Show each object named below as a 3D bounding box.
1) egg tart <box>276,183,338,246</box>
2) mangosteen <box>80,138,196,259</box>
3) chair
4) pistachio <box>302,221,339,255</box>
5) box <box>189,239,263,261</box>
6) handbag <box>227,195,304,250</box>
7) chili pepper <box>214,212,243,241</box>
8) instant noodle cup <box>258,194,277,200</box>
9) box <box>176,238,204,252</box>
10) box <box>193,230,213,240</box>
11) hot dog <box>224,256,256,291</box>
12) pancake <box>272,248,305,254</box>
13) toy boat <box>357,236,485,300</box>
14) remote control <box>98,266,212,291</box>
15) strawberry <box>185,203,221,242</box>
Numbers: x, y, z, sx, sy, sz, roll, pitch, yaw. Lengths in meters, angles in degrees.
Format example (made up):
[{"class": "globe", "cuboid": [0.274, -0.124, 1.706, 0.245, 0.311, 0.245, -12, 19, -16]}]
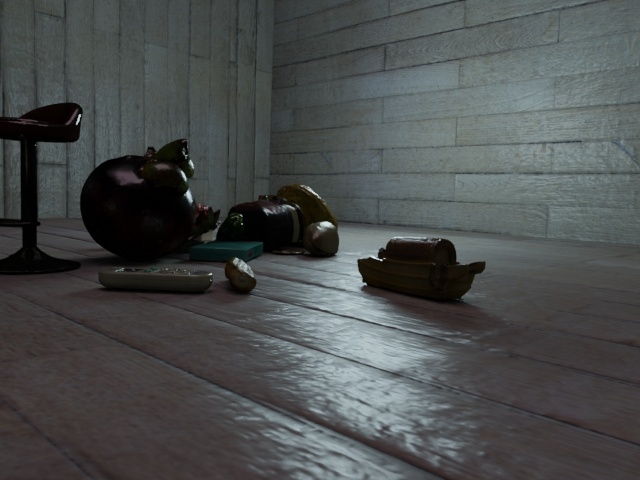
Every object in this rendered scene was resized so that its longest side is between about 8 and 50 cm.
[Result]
[{"class": "egg tart", "cuboid": [-0.070, -0.073, 2.070, 0.294, 0.294, 0.123, 7, 42, 47]}, {"class": "mangosteen", "cuboid": [-0.478, -0.120, 1.520, 0.305, 0.360, 0.306, 18, 24, -8]}, {"class": "chair", "cuboid": [-0.675, -0.134, 1.311, 0.226, 0.402, 0.226, 3, 4, 0]}, {"class": "pistachio", "cuboid": [0.000, 0.000, 1.797, 0.108, 0.126, 0.185, -42, -8, 20]}, {"class": "box", "cuboid": [-0.268, 0.030, 1.649, 0.161, 0.042, 0.229, 2, 5, 5]}, {"class": "handbag", "cuboid": [-0.184, -0.059, 1.939, 0.181, 0.182, 0.254, -12, 11, -41]}, {"class": "chili pepper", "cuboid": [-0.298, -0.009, 1.803, 0.073, 0.072, 0.204, -39, -8, -39]}, {"class": "instant noodle cup", "cuboid": [-0.194, -0.110, 2.532, 0.230, 0.183, 0.230, 1, 4, 0]}, {"class": "box", "cuboid": [-0.419, 0.017, 1.784, 0.079, 0.035, 0.083, -2, 6, -38]}, {"class": "box", "cuboid": [-0.475, -0.030, 2.181, 0.122, 0.062, 0.089, 3, 5, 30]}, {"class": "hot dog", "cuboid": [-0.171, 0.070, 1.168, 0.066, 0.047, 0.215, 38, -3, -13]}, {"class": "pancake", "cuboid": [-0.105, 0.037, 1.817, 0.114, 0.011, 0.115, 1, 3, 0]}, {"class": "toy boat", "cuboid": [0.194, 0.049, 1.146, 0.089, 0.116, 0.310, -1, 5, -34]}, {"class": "remote control", "cuboid": [-0.318, 0.075, 1.092, 0.221, 0.042, 0.078, 1, 6, 4]}, {"class": "strawberry", "cuboid": [-0.423, -0.060, 1.770, 0.174, 0.098, 0.228, -25, 16, -37]}]
